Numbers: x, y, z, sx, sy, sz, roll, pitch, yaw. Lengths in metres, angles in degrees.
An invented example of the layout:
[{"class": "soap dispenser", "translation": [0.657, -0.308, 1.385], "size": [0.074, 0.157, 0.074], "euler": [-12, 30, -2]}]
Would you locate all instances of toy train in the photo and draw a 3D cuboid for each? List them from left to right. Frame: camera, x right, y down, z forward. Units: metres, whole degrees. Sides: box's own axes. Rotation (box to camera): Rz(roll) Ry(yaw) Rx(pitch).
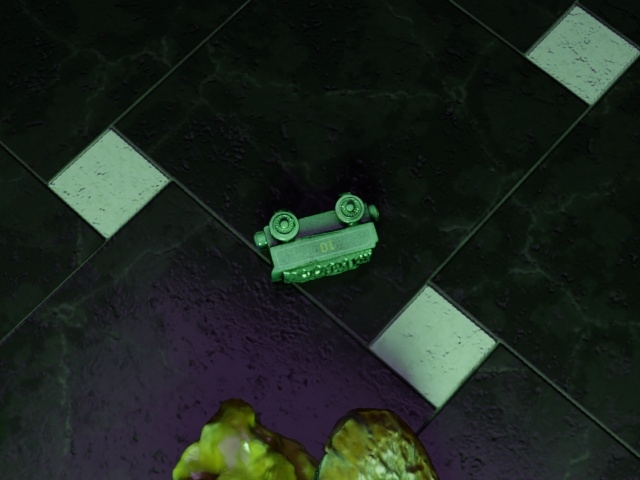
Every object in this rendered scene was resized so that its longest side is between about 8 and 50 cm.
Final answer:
[{"class": "toy train", "translation": [0.000, 0.000, 1.530], "size": [0.172, 0.070, 0.099], "euler": [-14, 76, -7]}]

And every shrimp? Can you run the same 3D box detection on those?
[{"class": "shrimp", "translation": [0.089, 0.405, 1.283], "size": [0.085, 0.272, 0.444], "euler": [-20, 75, 30]}]

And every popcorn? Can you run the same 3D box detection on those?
[{"class": "popcorn", "translation": [-0.084, 0.313, 1.313], "size": [0.206, 0.237, 0.251], "euler": [-11, 104, 32]}]
